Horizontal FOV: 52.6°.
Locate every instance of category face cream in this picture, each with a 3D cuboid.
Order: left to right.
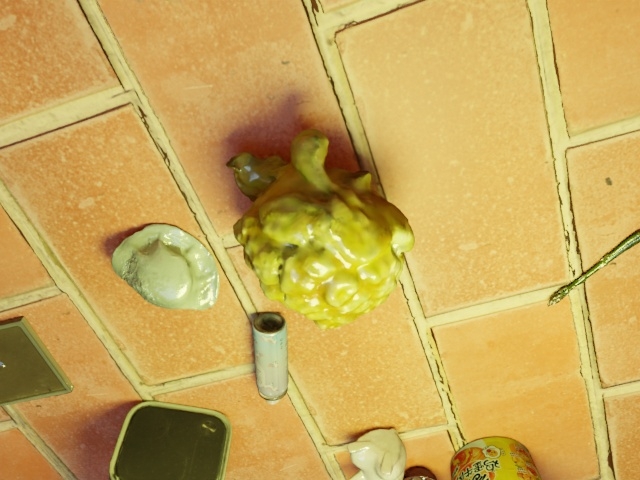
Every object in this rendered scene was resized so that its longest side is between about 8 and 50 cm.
[{"bbox_3d":[-0.106,0.265,1.405,0.075,0.075,0.229,0,123,1],"label":"face cream"}]

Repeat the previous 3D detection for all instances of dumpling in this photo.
[{"bbox_3d":[-0.296,0.064,1.254,0.219,0.108,0.153,22,122,-16],"label":"dumpling"}]

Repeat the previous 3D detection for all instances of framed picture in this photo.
[{"bbox_3d":[-0.753,0.293,1.468,0.314,0.024,0.232,-13,123,9],"label":"framed picture"}]

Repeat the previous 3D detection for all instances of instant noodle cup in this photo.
[{"bbox_3d":[0.432,0.617,1.556,0.264,0.200,0.264,0,125,0],"label":"instant noodle cup"}]

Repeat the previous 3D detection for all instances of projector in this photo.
[{"bbox_3d":[-0.349,0.556,1.500,0.248,0.248,0.249,10,123,-5],"label":"projector"}]

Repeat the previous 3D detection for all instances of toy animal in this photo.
[{"bbox_3d":[0.143,0.597,1.565,0.140,0.138,0.283,13,113,30],"label":"toy animal"}]

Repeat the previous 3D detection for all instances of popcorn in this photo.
[{"bbox_3d":[-0.007,-0.003,1.112,0.335,0.279,0.274,22,142,-27],"label":"popcorn"}]

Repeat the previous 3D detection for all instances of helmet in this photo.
[{"bbox_3d":[0.257,0.605,1.637,0.111,0.057,0.089,7,121,5],"label":"helmet"}]

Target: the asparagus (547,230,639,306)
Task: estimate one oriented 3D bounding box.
[{"bbox_3d":[0.544,0.059,1.287,0.233,0.022,0.023,-45,157,24],"label":"asparagus"}]
